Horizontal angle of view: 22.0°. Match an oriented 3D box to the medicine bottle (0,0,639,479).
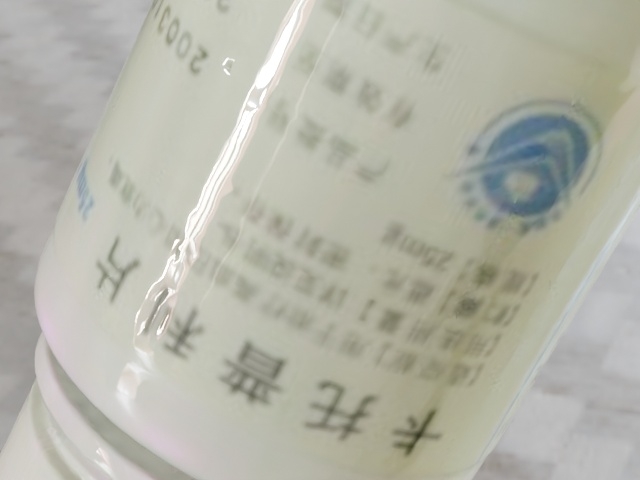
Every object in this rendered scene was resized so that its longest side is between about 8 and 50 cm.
[{"bbox_3d":[0.000,0.000,0.547,0.170,0.293,0.170,24,23,-11],"label":"medicine bottle"}]
